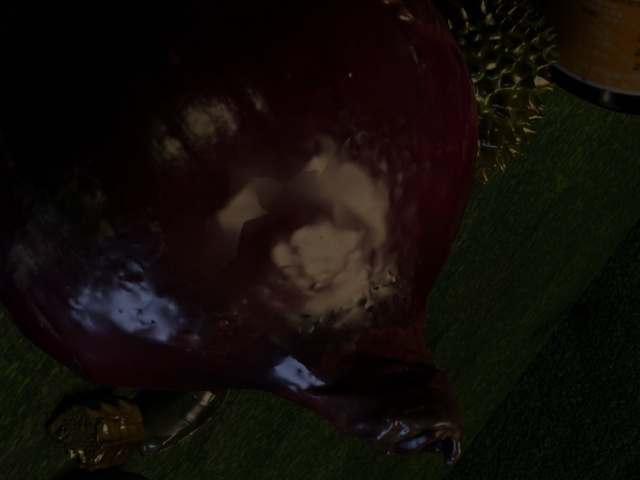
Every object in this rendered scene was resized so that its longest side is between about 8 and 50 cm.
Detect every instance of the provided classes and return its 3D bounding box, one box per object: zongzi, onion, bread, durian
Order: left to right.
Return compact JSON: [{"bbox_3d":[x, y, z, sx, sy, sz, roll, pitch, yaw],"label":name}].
[{"bbox_3d":[-0.198,0.173,1.644,0.110,0.060,0.066,0,97,-70],"label":"bread"},{"bbox_3d":[-0.143,0.171,1.792,0.154,0.062,0.130,-46,175,4],"label":"zongzi"},{"bbox_3d":[-0.031,-0.007,1.172,0.348,0.385,0.347,-29,156,-14],"label":"onion"},{"bbox_3d":[0.103,-0.133,1.614,0.237,0.176,0.200,-44,144,13],"label":"durian"}]

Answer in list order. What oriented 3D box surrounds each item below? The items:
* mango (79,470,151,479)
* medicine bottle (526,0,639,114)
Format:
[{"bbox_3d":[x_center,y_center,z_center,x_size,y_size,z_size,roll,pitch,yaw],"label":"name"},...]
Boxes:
[{"bbox_3d":[-0.228,0.288,1.742,0.137,0.091,0.237,-62,160,14],"label":"mango"},{"bbox_3d":[0.310,-0.323,1.655,0.242,0.242,0.395,-40,148,-33],"label":"medicine bottle"}]
